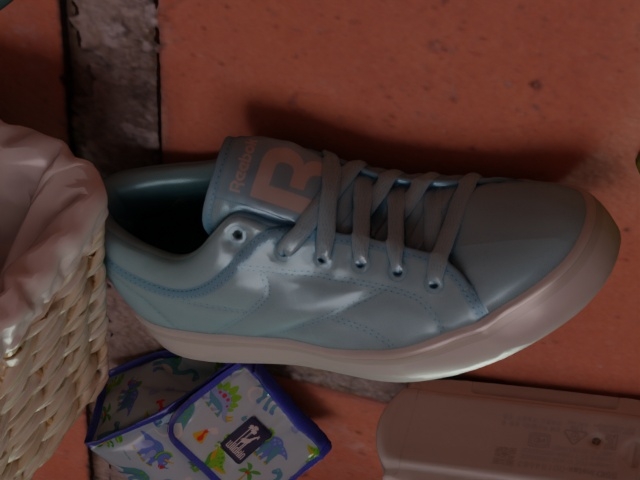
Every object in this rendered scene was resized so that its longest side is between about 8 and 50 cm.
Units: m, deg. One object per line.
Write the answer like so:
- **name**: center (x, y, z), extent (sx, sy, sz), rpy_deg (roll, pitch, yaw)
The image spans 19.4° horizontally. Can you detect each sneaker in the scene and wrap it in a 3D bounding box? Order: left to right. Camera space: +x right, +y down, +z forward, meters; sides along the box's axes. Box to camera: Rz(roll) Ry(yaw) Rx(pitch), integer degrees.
- **sneaker**: center (0.000, 0.000, 1.181), extent (0.366, 0.135, 0.150), rpy_deg (-8, 141, 31)

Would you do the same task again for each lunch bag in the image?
- **lunch bag**: center (-0.086, 0.149, 1.470), extent (0.151, 0.096, 0.129), rpy_deg (-23, 127, 25)

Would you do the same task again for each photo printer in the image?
- **photo printer**: center (0.188, 0.237, 1.449), extent (0.256, 0.107, 0.307), rpy_deg (6, 144, 17)

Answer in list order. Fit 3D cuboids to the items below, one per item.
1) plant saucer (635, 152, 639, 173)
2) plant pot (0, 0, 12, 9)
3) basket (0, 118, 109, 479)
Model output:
- **plant saucer**: center (0.291, -0.030, 1.062), extent (0.188, 0.045, 0.188), rpy_deg (27, 149, -3)
- **plant pot**: center (-0.261, -0.197, 0.970), extent (0.290, 0.195, 0.290), rpy_deg (12, 145, 8)
- **basket**: center (-0.343, 0.070, 1.216), extent (0.331, 0.328, 0.266), rpy_deg (27, 152, 16)
